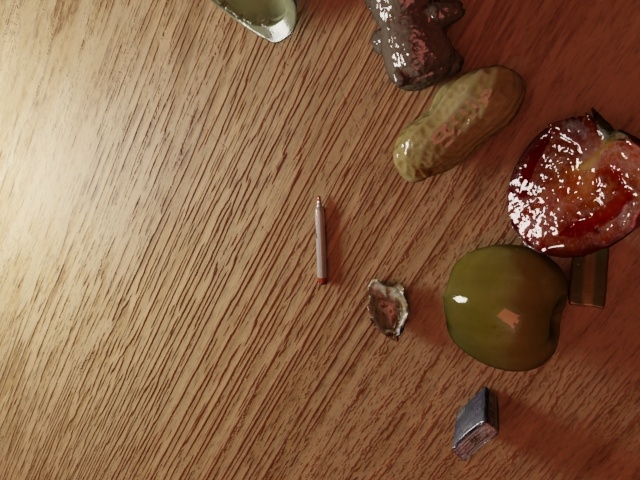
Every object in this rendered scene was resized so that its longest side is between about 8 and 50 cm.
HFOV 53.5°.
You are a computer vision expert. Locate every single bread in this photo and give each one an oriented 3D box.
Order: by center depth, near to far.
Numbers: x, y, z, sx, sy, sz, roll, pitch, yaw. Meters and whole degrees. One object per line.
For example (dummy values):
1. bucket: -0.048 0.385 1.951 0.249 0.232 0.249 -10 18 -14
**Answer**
1. bread: 0.561 0.062 1.322 0.074 0.084 0.139 7 104 19

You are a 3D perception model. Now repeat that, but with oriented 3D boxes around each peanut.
1. peanut: 0.279 -0.244 1.322 0.152 0.152 0.313 48 118 4

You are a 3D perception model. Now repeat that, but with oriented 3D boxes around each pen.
1. pen: 0.000 0.000 1.539 0.026 0.026 0.218 2 103 19

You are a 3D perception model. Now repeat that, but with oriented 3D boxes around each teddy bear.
1. teddy bear: 0.186 -0.441 1.302 0.236 0.151 0.267 -14 88 49

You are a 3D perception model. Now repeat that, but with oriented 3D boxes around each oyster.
1. oyster: 0.163 0.166 1.506 0.103 0.051 0.148 0 87 23

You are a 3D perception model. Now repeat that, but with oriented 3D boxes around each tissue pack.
1. tissue pack: 0.352 0.415 1.440 0.051 0.156 0.112 40 112 3

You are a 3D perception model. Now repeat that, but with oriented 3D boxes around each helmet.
1. helmet: -0.133 -0.579 1.396 0.258 0.137 0.204 37 150 -9

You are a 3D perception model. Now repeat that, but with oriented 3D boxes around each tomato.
1. tomato: 0.539 -0.092 1.251 0.309 0.170 0.308 -11 77 54

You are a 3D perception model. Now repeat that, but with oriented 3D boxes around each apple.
1. apple: 0.382 0.140 1.318 0.262 0.262 0.262 5 104 19
